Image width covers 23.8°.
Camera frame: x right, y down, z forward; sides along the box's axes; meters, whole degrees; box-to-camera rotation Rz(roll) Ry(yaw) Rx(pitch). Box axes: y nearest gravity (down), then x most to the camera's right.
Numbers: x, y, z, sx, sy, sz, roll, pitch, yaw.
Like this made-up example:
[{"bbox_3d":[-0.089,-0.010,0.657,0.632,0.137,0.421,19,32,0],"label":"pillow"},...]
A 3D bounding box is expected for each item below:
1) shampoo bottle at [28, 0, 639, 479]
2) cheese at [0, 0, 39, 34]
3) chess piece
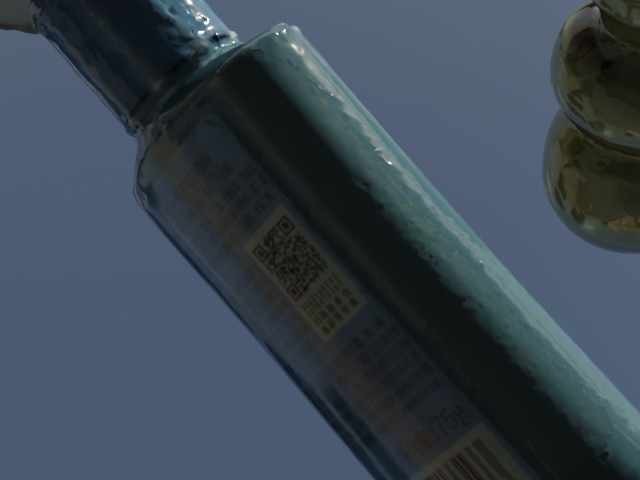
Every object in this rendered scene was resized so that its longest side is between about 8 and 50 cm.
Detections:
[{"bbox_3d":[0.000,0.000,0.516,0.258,0.104,0.061,49,-127,5],"label":"shampoo bottle"},{"bbox_3d":[-0.183,-0.219,0.735,0.266,0.127,0.233,9,-108,-9],"label":"cheese"},{"bbox_3d":[0.164,-0.097,0.715,0.133,0.243,0.133,0,-140,0],"label":"chess piece"}]
